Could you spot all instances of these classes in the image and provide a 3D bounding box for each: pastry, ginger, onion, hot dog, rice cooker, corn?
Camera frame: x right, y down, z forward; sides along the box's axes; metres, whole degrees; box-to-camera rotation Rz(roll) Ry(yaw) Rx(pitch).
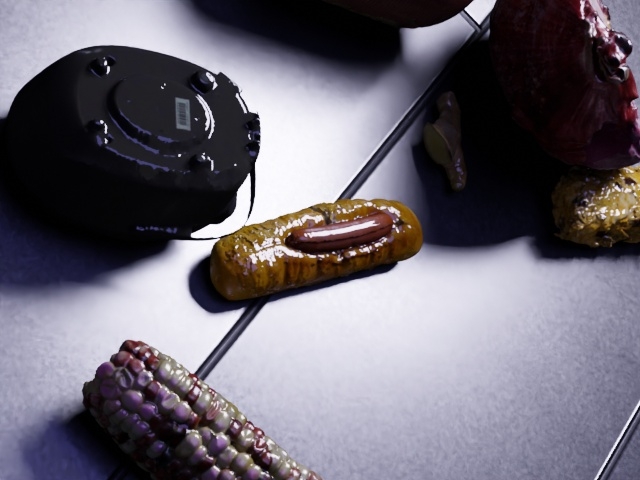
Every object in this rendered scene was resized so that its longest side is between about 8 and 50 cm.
[{"bbox_3d":[0.271,-0.034,1.752,0.140,0.056,0.080,4,58,-35],"label":"pastry"},{"bbox_3d":[0.109,-0.090,1.684,0.048,0.030,0.097,29,50,-55],"label":"ginger"},{"bbox_3d":[0.214,-0.162,1.674,0.283,0.120,0.227,-43,113,-82],"label":"onion"},{"bbox_3d":[0.000,0.000,1.551,0.215,0.047,0.066,-11,71,-38],"label":"hot dog"},{"bbox_3d":[-0.137,-0.074,1.446,0.203,0.118,0.142,10,62,-27],"label":"rice cooker"},{"bbox_3d":[-0.058,0.183,1.395,0.280,0.092,0.092,42,50,-5],"label":"corn"}]

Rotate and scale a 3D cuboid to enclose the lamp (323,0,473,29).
[{"bbox_3d":[0.048,-0.284,1.656,0.258,0.180,0.180,17,58,-25],"label":"lamp"}]
